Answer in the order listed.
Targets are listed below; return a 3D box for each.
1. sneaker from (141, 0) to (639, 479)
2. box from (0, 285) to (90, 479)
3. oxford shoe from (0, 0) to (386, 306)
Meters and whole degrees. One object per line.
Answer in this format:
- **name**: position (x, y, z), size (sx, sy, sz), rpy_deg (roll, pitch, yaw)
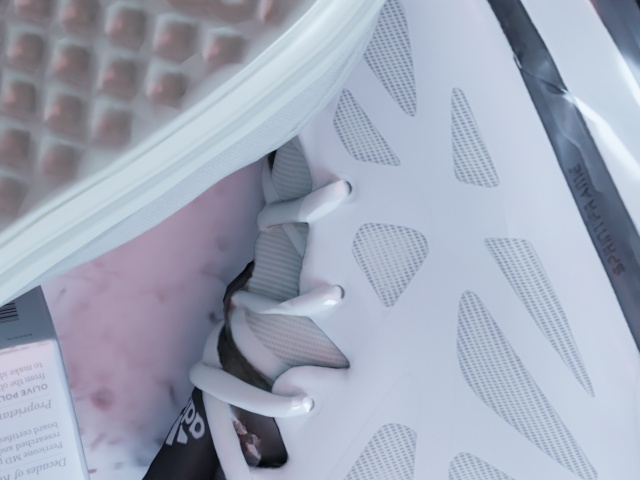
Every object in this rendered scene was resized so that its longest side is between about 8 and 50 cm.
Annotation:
- **sneaker**: position (0.000, 0.001, 0.536), size (0.257, 0.169, 0.447), rpy_deg (-33, 105, 6)
- **box**: position (-0.140, 0.068, 0.544), size (0.102, 0.101, 0.087), rpy_deg (-15, 111, -12)
- **oxford shoe**: position (-0.154, -0.024, 0.445), size (0.449, 0.130, 0.169), rpy_deg (-28, 93, 21)
